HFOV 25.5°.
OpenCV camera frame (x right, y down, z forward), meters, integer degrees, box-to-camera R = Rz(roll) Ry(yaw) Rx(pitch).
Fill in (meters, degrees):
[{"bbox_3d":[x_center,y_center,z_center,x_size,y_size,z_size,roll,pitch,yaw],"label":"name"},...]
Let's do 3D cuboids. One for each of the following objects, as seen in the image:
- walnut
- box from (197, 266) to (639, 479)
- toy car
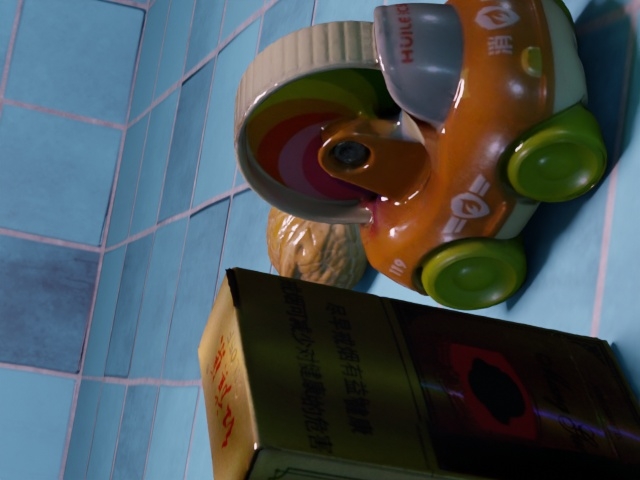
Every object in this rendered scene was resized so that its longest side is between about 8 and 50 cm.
[{"bbox_3d":[0.000,0.000,1.266,0.124,0.105,0.105,103,167,-46],"label":"walnut"},{"bbox_3d":[0.060,0.102,0.751,0.159,0.240,0.071,-105,32,-57],"label":"box"},{"bbox_3d":[0.053,-0.075,0.933,0.235,0.235,0.145,119,156,-44],"label":"toy car"}]
